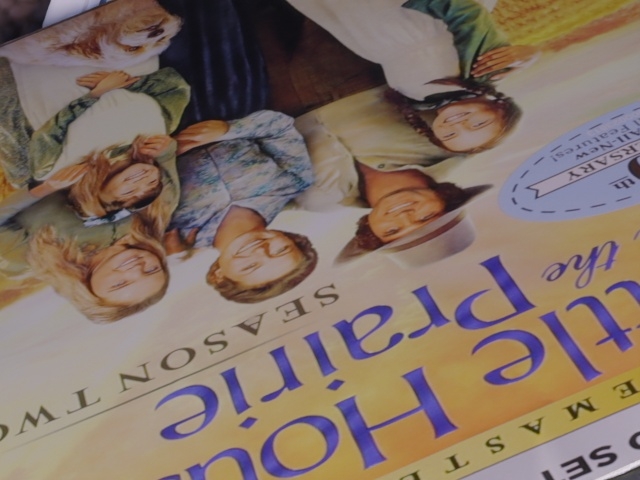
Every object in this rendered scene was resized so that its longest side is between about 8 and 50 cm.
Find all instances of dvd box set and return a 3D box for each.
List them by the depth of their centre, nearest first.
[{"bbox_3d":[0.000,0.000,0.649,0.308,0.062,0.420,-22,30,-3],"label":"dvd box set"}]

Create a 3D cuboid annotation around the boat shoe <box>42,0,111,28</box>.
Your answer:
[{"bbox_3d":[-0.051,-0.167,0.877,0.076,0.083,0.226,20,87,11],"label":"boat shoe"}]
